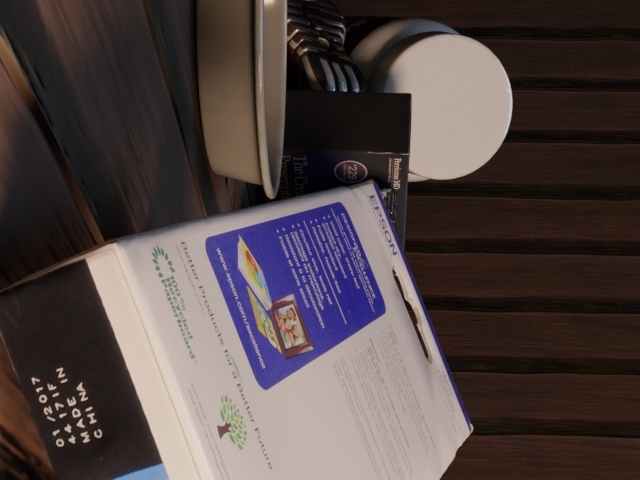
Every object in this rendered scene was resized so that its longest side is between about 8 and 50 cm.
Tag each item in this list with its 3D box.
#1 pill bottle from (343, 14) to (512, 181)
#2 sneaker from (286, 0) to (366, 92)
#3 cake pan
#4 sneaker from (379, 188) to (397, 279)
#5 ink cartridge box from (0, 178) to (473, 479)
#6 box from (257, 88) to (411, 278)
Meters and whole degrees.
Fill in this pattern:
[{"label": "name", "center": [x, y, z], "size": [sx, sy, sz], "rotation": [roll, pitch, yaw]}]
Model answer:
[{"label": "pill bottle", "center": [0.102, -0.205, 1.744], "size": [0.392, 0.224, 0.224], "rotation": [-149, -122, -69]}, {"label": "sneaker", "center": [-0.033, -0.215, 1.633], "size": [0.281, 0.106, 0.162], "rotation": [-103, -145, -50]}, {"label": "cake pan", "center": [-0.062, -0.182, 1.045], "size": [0.293, 0.054, 0.293], "rotation": [1, 90, -88]}, {"label": "sneaker", "center": [0.000, 0.000, 1.362], "size": [0.330, 0.147, 0.130], "rotation": [16, 75, -72]}, {"label": "ink cartridge box", "center": [-0.014, 0.066, 0.567], "size": [0.165, 0.065, 0.332], "rotation": [68, 20, 2]}, {"label": "box", "center": [0.018, -0.066, 1.527], "size": [0.261, 0.184, 0.103], "rotation": [87, 4, -55]}]
